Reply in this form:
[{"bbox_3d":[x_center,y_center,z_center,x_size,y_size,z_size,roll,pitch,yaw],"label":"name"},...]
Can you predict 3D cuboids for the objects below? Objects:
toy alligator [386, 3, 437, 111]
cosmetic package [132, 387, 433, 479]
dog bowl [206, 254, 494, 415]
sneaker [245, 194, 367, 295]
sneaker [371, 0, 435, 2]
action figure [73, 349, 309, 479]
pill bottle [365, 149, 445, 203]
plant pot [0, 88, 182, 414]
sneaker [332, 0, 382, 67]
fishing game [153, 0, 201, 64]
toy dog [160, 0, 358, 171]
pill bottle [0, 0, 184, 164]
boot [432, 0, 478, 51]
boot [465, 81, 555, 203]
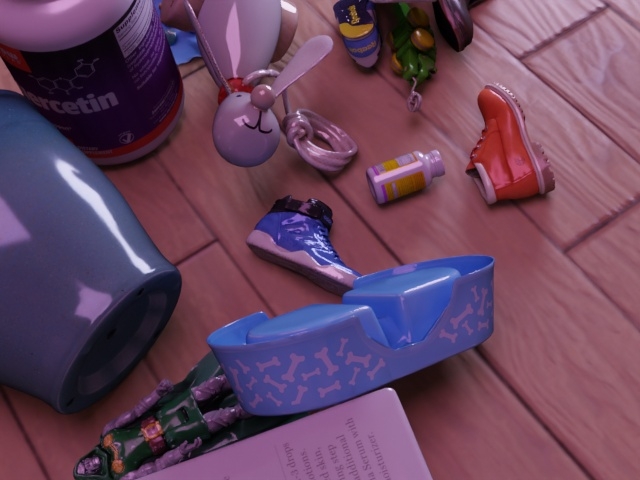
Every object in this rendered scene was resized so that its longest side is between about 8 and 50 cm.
[{"bbox_3d":[0.120,-0.221,1.258,0.051,0.056,0.189,17,50,-28],"label":"toy alligator"},{"bbox_3d":[-0.104,0.323,0.858,0.453,0.161,0.230,-19,55,-4],"label":"cosmetic package"},{"bbox_3d":[0.041,0.086,0.970,0.297,0.074,0.166,-18,7,-32],"label":"dog bowl"},{"bbox_3d":[0.000,0.000,1.122,0.152,0.058,0.084,23,71,30],"label":"sneaker"},{"bbox_3d":[0.091,-0.343,1.262,0.080,0.094,0.212,-2,23,-10],"label":"sneaker"},{"bbox_3d":[-0.138,0.181,1.026,0.232,0.063,0.137,-28,59,-5],"label":"action figure"},{"bbox_3d":[0.096,-0.074,1.164,0.083,0.043,0.043,-20,55,-4],"label":"pill bottle"},{"bbox_3d":[-0.290,0.029,1.046,0.255,0.271,0.271,35,68,12],"label":"plant pot"},{"bbox_3d":[0.049,-0.268,1.302,0.053,0.059,0.144,-16,35,13],"label":"sneaker"},{"bbox_3d":[-0.193,-0.315,1.381,0.264,0.041,0.189,-15,58,-1],"label":"fishing game"},{"bbox_3d":[-0.074,-0.239,1.185,0.220,0.161,0.333,-2,46,-38],"label":"toy dog"},{"bbox_3d":[-0.272,-0.237,1.162,0.182,0.323,0.181,-3,61,6],"label":"pill bottle"},{"bbox_3d":[0.186,-0.329,1.299,0.106,0.082,0.219,-14,53,3],"label":"boot"},{"bbox_3d":[0.195,-0.110,1.166,0.085,0.059,0.157,-20,56,2],"label":"boot"}]
